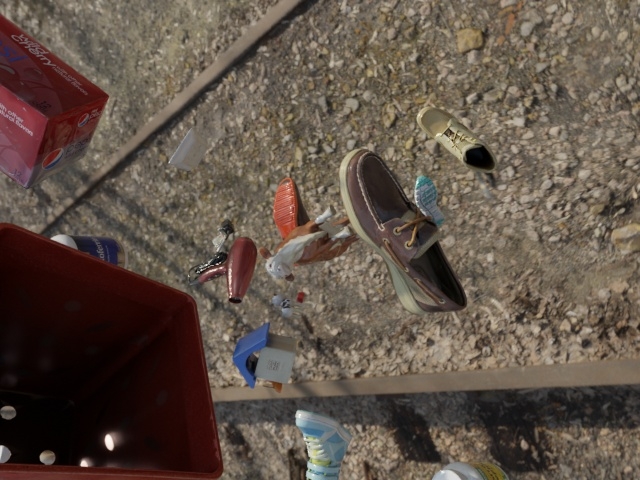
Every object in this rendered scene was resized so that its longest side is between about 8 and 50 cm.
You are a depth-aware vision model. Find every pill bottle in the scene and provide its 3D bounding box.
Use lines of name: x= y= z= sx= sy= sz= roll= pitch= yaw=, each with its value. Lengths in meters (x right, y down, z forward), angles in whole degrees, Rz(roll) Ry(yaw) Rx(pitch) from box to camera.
pill bottle: x=0.344 y=0.573 z=0.981 sx=0.117 sy=0.208 sz=0.117 roll=-24 pitch=54 yaw=38
pill bottle: x=-0.755 y=0.060 z=1.329 sx=0.153 sy=0.265 sz=0.153 roll=-1 pitch=88 yaw=26

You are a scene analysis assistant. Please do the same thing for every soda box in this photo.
soda box: x=-0.338 y=-0.172 z=0.384 sx=0.263 sy=0.083 sz=0.092 roll=38 pitch=123 yaw=-10

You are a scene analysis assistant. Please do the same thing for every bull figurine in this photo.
bull figurine: x=0.000 y=0.000 z=0.974 sx=0.188 sy=0.310 sz=0.101 roll=-32 pitch=85 yaw=26

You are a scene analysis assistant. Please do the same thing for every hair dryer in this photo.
hair dryer: x=-0.262 y=0.083 z=1.200 sx=0.223 sy=0.080 sz=0.293 roll=-56 pitch=36 yaw=5

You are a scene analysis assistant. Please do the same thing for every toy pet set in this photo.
toy pet set: x=-0.065 y=0.126 z=0.506 sx=0.065 sy=0.114 sz=0.122 roll=14 pitch=103 yaw=-5

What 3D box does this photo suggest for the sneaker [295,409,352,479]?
sneaker: x=-0.004 y=0.699 z=1.412 sx=0.127 sy=0.208 sz=0.319 roll=-3 pitch=142 yaw=34

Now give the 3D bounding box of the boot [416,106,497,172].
boot: x=0.424 y=-0.314 z=1.330 sx=0.262 sy=0.203 sz=0.095 roll=35 pitch=114 yaw=-11

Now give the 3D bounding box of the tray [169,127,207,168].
tray: x=-0.471 y=-0.322 z=1.570 sx=0.030 sy=0.270 sz=0.145 roll=32 pitch=91 yaw=-5

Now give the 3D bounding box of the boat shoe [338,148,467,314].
boat shoe: x=0.155 y=-0.011 z=0.737 sx=0.123 sy=0.123 sz=0.342 roll=-5 pitch=118 yaw=52

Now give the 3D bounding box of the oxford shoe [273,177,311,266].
oxford shoe: x=-0.074 y=-0.055 z=1.302 sx=0.097 sy=0.098 sz=0.271 roll=-12 pitch=82 yaw=42

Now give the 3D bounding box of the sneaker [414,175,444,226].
sneaker: x=0.275 y=-0.108 z=1.139 sx=0.166 sy=0.065 sz=0.076 roll=65 pitch=178 yaw=-38

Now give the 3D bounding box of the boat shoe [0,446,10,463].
boat shoe: x=-0.799 y=0.611 z=1.079 sx=0.102 sy=0.108 sz=0.301 roll=-58 pitch=35 yaw=15

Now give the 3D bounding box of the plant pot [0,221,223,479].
plant pot: x=-0.308 y=0.191 z=0.490 sx=0.236 sy=0.267 sz=0.267 roll=-42 pitch=45 yaw=15

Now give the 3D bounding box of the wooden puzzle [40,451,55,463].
wooden puzzle: x=-0.462 y=0.350 z=0.990 sx=0.080 sy=0.322 sz=0.348 roll=-47 pitch=43 yaw=22
